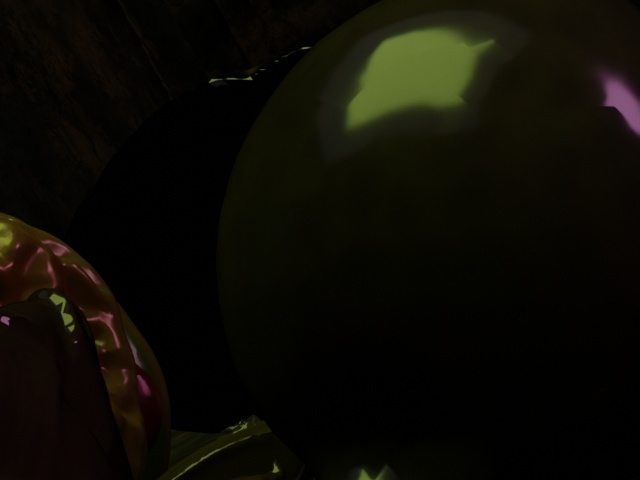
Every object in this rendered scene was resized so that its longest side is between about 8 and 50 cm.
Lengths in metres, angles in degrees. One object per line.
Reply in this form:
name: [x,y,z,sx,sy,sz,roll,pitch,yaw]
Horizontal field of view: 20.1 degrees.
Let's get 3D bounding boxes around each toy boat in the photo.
toy boat: [-0.052,0.121,0.831,0.149,0.047,0.049,-34,-3,-10]

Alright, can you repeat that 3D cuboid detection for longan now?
longan: [0.048,0.011,0.574,0.185,0.159,0.204,-7,57,57]

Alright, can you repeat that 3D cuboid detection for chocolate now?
chocolate: [0.000,0.000,1.239,0.340,0.225,0.210,-29,-12,25]

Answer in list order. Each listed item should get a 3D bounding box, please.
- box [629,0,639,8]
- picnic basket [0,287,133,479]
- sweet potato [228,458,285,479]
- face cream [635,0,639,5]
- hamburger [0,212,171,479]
box: [0.211,-0.197,0.952,0.250,0.103,0.180,-26,-1,19]
picnic basket: [-0.233,0.076,0.532,0.337,0.337,0.293,-30,1,-23]
sweet potato: [-0.151,0.167,0.734,0.314,0.072,0.066,-32,-13,-13]
face cream: [0.230,-0.153,0.726,0.218,0.179,0.218,-38,-20,-17]
hamburger: [-0.189,0.086,0.877,0.237,0.237,0.149,-30,-17,-7]
